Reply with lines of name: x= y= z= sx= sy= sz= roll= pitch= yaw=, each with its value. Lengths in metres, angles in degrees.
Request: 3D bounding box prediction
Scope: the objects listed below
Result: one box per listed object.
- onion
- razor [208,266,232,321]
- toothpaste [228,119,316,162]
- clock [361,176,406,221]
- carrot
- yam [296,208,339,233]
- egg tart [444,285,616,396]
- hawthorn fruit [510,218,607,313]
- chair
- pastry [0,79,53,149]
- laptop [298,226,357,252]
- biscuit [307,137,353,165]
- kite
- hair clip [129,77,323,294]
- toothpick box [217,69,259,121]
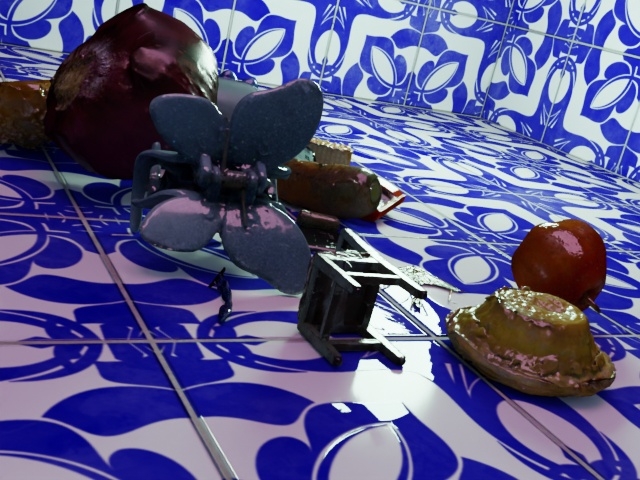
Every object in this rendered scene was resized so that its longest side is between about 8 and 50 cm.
onion: x=-0.353 y=-0.272 z=1.783 sx=0.420 sy=0.398 sz=0.398 roll=42 pitch=-3 yaw=-38
razor: x=-0.156 y=0.094 z=1.328 sx=0.028 sy=0.044 sz=0.154 roll=35 pitch=12 yaw=-22
toothpaste: x=-0.118 y=-0.233 z=2.071 sx=0.089 sy=0.070 sz=0.313 roll=-17 pitch=-20 yaw=25
clock: x=0.129 y=-0.102 z=2.058 sx=0.113 sy=0.061 sz=0.155 roll=34 pitch=32 yaw=17
carrot: x=0.002 y=-0.126 z=1.956 sx=0.302 sy=0.138 sz=0.139 roll=14 pitch=15 yaw=36
yam: x=-0.005 y=-0.042 z=1.828 sx=0.094 sy=0.043 sz=0.043 roll=11 pitch=18 yaw=-10
egg tart: x=0.355 y=0.156 z=1.369 sx=0.295 sy=0.116 sz=0.295 roll=13 pitch=16 yaw=-4
hawthorn fruit: x=0.496 y=0.069 z=1.644 sx=0.197 sy=0.196 sz=0.225 roll=5 pitch=35 yaw=-24
chair: x=0.032 y=0.081 z=1.325 sx=0.147 sy=0.136 sz=0.270 roll=4 pitch=21 yaw=-31
pastry: x=-0.681 y=-0.299 z=1.936 sx=0.255 sy=0.161 sz=0.311 roll=-9 pitch=14 yaw=-22
laptop: x=0.000 y=0.000 z=1.751 sx=0.180 sy=0.016 sz=0.129 roll=8 pitch=18 yaw=-12
biscuit: x=-0.097 y=-0.264 z=2.365 sx=0.379 sy=0.094 sz=0.054 roll=12 pitch=24 yaw=-2
kite: x=0.198 y=0.092 z=1.627 sx=0.198 sy=0.006 sz=0.244 roll=14 pitch=17 yaw=0
hair clip: x=-0.186 y=-0.099 z=1.520 sx=0.319 sy=0.391 sz=0.238 roll=4 pitch=-5 yaw=-21
toothpick box: x=-0.292 y=-0.323 z=2.132 sx=0.355 sy=0.262 sz=0.263 roll=6 pitch=19 yaw=-25
